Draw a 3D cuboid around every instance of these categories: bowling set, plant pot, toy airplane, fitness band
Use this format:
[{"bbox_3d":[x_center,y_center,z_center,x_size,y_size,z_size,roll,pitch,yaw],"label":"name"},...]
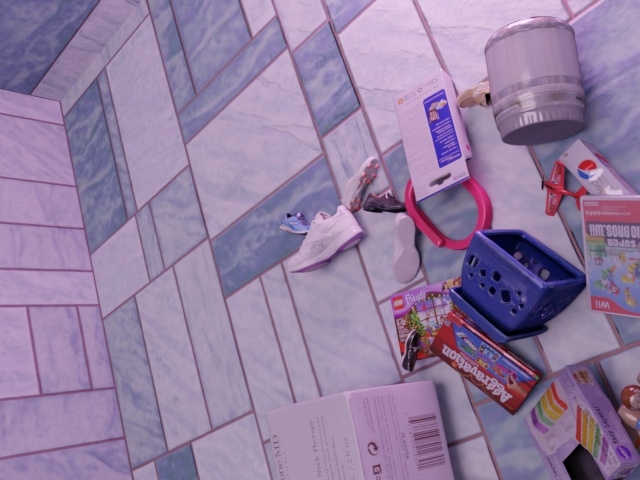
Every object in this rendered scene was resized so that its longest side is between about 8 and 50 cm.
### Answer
[{"bbox_3d":[0.737,0.373,1.490,0.154,0.200,0.287,33,112,39],"label":"bowling set"},{"bbox_3d":[0.478,0.119,1.728,0.236,0.236,0.212,44,121,35],"label":"plant pot"},{"bbox_3d":[0.612,-0.125,1.741,0.151,0.028,0.151,34,130,53],"label":"toy airplane"},{"bbox_3d":[0.362,-0.102,1.976,0.209,0.054,0.291,-53,55,23],"label":"fitness band"}]

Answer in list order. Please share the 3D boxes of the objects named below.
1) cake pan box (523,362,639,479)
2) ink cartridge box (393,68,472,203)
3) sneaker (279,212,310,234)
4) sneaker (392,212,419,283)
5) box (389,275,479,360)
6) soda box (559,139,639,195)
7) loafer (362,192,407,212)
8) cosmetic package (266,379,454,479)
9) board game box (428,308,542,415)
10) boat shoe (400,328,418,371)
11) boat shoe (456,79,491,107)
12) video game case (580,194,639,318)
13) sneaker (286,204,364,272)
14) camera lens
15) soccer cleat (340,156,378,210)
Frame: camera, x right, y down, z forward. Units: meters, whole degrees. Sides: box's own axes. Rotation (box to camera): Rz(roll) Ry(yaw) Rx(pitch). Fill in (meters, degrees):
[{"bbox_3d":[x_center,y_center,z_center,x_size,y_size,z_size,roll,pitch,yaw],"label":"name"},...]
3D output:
[{"bbox_3d":[0.595,0.461,1.596,0.246,0.070,0.267,105,156,-44],"label":"cake pan box"},{"bbox_3d":[0.322,-0.291,1.970,0.176,0.069,0.371,-27,57,33],"label":"ink cartridge box"},{"bbox_3d":[-0.077,-0.059,2.374,0.162,0.063,0.073,16,94,43],"label":"sneaker"},{"bbox_3d":[0.247,0.020,2.066,0.094,0.080,0.212,-117,26,-72],"label":"sneaker"},{"bbox_3d":[0.341,0.222,1.960,0.293,0.057,0.201,-21,73,40],"label":"box"},{"bbox_3d":[0.676,-0.144,1.664,0.069,0.074,0.216,-50,56,30],"label":"soda box"},{"bbox_3d":[0.201,-0.117,2.121,0.170,0.062,0.061,5,85,42],"label":"loafer"},{"bbox_3d":[0.106,0.591,1.933,0.394,0.327,0.329,-28,67,49],"label":"cosmetic package"},{"bbox_3d":[0.429,0.319,1.832,0.281,0.027,0.145,37,124,24],"label":"board game box"},{"bbox_3d":[0.259,0.312,1.961,0.038,0.046,0.125,28,111,39],"label":"boat shoe"},{"bbox_3d":[0.451,-0.398,1.905,0.170,0.063,0.059,-22,66,39],"label":"boat shoe"},{"bbox_3d":[0.701,0.037,1.588,0.204,0.025,0.285,5,107,52],"label":"video game case"},{"bbox_3d":[0.000,0.000,2.256,0.305,0.114,0.152,-34,76,26],"label":"sneaker"},{"bbox_3d":[0.531,-0.396,1.722,0.219,0.219,0.274,-14,77,42],"label":"camera lens"},{"bbox_3d":[0.117,-0.186,2.201,0.076,0.068,0.196,45,119,39],"label":"soccer cleat"}]
